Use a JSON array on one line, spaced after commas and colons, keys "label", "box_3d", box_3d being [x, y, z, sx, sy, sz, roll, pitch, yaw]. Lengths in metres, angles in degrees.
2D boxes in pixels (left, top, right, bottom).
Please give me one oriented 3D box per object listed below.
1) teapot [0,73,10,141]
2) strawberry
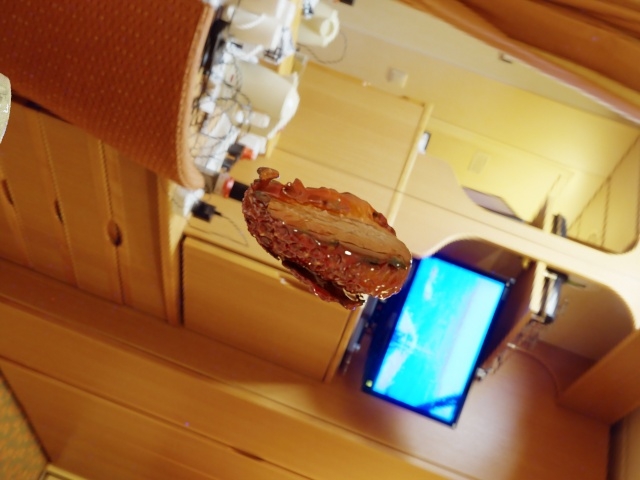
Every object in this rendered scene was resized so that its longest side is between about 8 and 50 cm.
[{"label": "teapot", "box_3d": [-0.541, -0.178, 0.973, 0.221, 0.178, 0.163, -38, -129, 42]}, {"label": "strawberry", "box_3d": [0.000, 0.000, 0.647, 0.082, 0.188, 0.121, -54, -147, 26]}]
